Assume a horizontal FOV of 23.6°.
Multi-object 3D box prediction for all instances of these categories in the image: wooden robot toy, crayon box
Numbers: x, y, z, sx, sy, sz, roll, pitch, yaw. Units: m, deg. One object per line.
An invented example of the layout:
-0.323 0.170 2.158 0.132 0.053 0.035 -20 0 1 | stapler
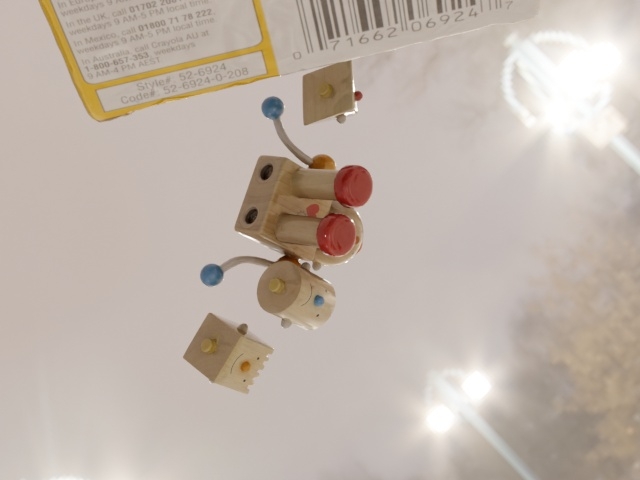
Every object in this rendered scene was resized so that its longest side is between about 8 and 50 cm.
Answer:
0.000 0.000 0.776 0.079 0.076 0.173 30 -104 -49 | wooden robot toy
-0.031 -0.192 0.550 0.203 0.083 0.323 -13 -34 1 | crayon box
